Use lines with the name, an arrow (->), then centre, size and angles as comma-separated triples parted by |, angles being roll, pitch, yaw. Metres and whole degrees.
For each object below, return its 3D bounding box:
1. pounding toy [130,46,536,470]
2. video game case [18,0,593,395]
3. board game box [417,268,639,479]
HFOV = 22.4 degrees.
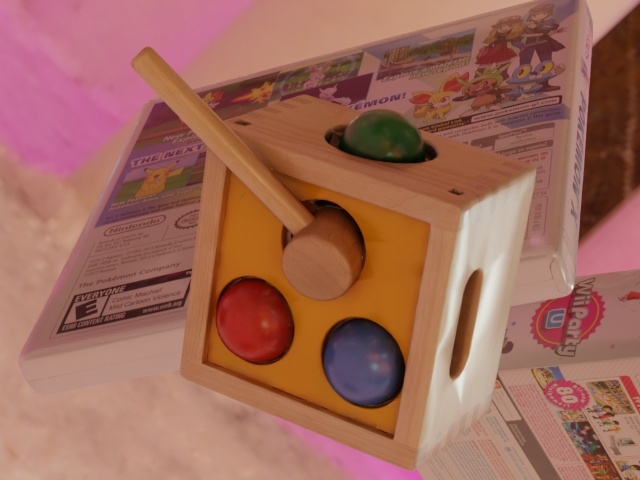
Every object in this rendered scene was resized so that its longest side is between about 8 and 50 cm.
pounding toy -> 0.000, 0.000, 0.632 | 0.130, 0.141, 0.100 | 19, 24, 26
video game case -> 0.003, -0.036, 1.007 | 0.300, 0.329, 0.036 | -74, 145, -53
board game box -> 0.218, 0.136, 1.280 | 0.224, 0.303, 0.097 | 57, 39, -35
